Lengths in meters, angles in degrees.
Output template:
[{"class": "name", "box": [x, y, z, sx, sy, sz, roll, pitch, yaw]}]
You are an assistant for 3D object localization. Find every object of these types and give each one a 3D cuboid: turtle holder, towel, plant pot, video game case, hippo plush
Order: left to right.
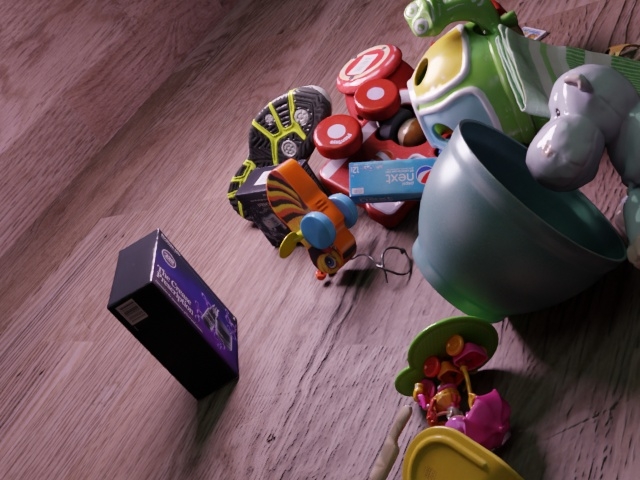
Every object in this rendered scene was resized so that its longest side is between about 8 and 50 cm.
[{"class": "plant pot", "box": [0.145, -0.346, 1.747, 0.191, 0.174, 0.191, -24, 33, 17]}, {"class": "turtle holder", "box": [0.278, -0.287, 1.373, 0.227, 0.320, 0.243, -19, 66, 18]}, {"class": "plant pot", "box": [0.256, -0.006, 1.078, 0.196, 0.293, 0.293, -53, 22, 26]}, {"class": "video game case", "box": [0.453, -0.452, 1.742, 0.122, 0.011, 0.087, -37, 29, -2]}, {"class": "towel", "box": [0.446, -0.240, 1.186, 0.248, 0.325, 0.038, -91, 17, -48]}, {"class": "hippo plush", "box": [0.404, -0.133, 0.961, 0.294, 0.236, 0.234, -62, -2, 8]}]

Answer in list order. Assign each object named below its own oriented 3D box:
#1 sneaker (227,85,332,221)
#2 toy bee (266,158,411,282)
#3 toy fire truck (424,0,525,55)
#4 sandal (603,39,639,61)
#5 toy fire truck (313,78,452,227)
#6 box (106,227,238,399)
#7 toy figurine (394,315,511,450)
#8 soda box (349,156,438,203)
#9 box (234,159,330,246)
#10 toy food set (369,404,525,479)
[{"class": "sneaker", "box": [-0.085, -0.210, 1.689, 0.384, 0.145, 0.147, -49, -4, 41]}, {"class": "toy bee", "box": [0.000, 0.000, 1.395, 0.195, 0.298, 0.162, -14, -28, -35]}, {"class": "toy fire truck", "box": [0.315, -0.419, 1.609, 0.217, 0.158, 0.246, -39, 40, 26]}, {"class": "sandal", "box": [0.541, -0.332, 1.401, 0.180, 0.049, 0.072, -32, 24, 42]}, {"class": "toy fire truck", "box": [0.149, -0.181, 1.551, 0.254, 0.169, 0.302, 33, 68, 31]}, {"class": "box", "box": [-0.264, 0.135, 1.386, 0.103, 0.261, 0.184, -31, 30, 8]}, {"class": "toy figurine", "box": [0.181, 0.214, 0.990, 0.173, 0.130, 0.159, -47, 33, 26]}, {"class": "soda box", "box": [0.162, -0.111, 1.400, 0.210, 0.071, 0.067, -2, 80, 10]}, {"class": "box", "box": [-0.068, -0.076, 1.590, 0.156, 0.158, 0.093, -5, 41, 43]}, {"class": "toy food set", "box": [0.170, 0.289, 0.897, 0.218, 0.071, 0.128, 28, 104, 47]}]
